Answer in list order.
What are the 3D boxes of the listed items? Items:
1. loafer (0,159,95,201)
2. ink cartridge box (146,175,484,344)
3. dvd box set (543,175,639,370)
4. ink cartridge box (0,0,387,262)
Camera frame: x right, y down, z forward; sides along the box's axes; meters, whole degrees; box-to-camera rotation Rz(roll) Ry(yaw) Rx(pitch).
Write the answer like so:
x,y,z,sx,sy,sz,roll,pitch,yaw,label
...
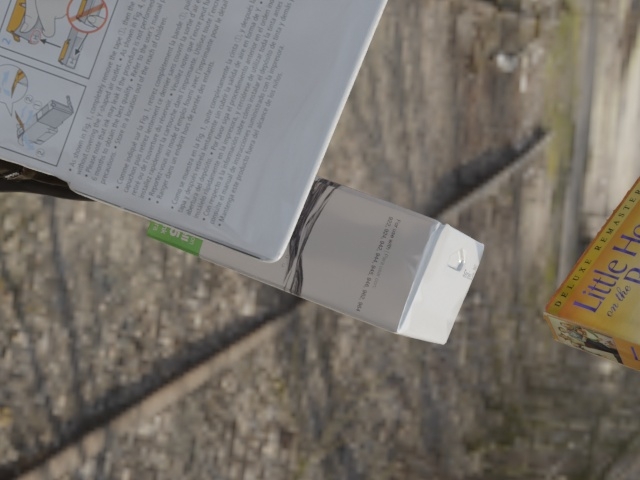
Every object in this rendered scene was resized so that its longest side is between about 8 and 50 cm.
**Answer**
x,y,z,sx,sy,sz,roll,pitch,yaw,label
-0.189,-0.075,1.045,0.078,0.220,0.080,68,19,-57,loafer
0.000,0.000,1.513,0.115,0.272,0.198,-69,161,0,ink cartridge box
0.475,0.036,1.536,0.308,0.420,0.062,-51,136,-23,dvd box set
-0.091,-0.168,0.900,0.066,0.261,0.296,-115,-134,-74,ink cartridge box
